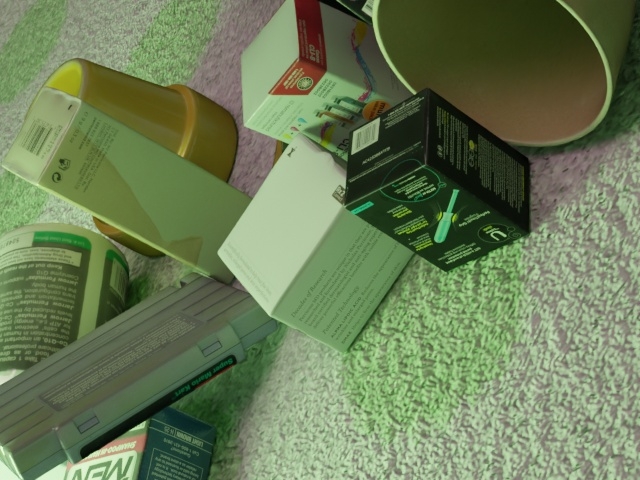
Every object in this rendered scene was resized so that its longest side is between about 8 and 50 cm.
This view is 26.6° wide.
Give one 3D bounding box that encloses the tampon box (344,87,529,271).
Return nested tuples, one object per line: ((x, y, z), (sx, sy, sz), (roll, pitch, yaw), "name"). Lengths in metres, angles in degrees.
((0.123, -0.060, 1.410), (0.120, 0.161, 0.101), (-27, 45, 39), "tampon box")

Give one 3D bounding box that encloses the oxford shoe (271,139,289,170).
((-0.033, -0.068, 1.729), (0.076, 0.076, 0.212), (118, 163, -64), "oxford shoe")

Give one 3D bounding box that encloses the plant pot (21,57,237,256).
((-0.289, -0.137, 1.950), (0.254, 0.239, 0.254), (-33, 41, 34), "plant pot")

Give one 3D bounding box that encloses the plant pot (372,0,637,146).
((0.230, -0.282, 1.399), (0.256, 0.256, 0.274), (-8, 43, 51), "plant pot")

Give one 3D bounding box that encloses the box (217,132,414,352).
((0.000, 0.000, 1.567), (0.182, 0.119, 0.181), (-55, 33, 7), "box")

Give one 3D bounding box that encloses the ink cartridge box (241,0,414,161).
((0.011, -0.189, 1.632), (0.128, 0.176, 0.127), (-47, 36, 38), "ink cartridge box")

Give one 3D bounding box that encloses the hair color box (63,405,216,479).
((-0.244, 0.380, 1.615), (0.174, 0.105, 0.347), (-22, 49, 43), "hair color box")

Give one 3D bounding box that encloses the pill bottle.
((-0.382, 0.172, 1.868), (0.204, 0.204, 0.361), (-31, 42, 37), "pill bottle")

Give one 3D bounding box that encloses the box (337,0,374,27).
((0.147, -0.360, 1.541), (0.103, 0.184, 0.261), (40, 110, 21), "box")

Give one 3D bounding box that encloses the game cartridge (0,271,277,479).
((-0.245, 0.161, 1.654), (0.355, 0.068, 0.230), (-31, 25, -22), "game cartridge")

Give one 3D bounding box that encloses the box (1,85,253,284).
((-0.236, -0.069, 1.758), (0.148, 0.311, 0.121), (23, 84, 57), "box")

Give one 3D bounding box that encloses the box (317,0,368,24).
((-0.004, -0.595, 1.866), (0.480, 0.297, 0.472), (-56, 34, 7), "box")
